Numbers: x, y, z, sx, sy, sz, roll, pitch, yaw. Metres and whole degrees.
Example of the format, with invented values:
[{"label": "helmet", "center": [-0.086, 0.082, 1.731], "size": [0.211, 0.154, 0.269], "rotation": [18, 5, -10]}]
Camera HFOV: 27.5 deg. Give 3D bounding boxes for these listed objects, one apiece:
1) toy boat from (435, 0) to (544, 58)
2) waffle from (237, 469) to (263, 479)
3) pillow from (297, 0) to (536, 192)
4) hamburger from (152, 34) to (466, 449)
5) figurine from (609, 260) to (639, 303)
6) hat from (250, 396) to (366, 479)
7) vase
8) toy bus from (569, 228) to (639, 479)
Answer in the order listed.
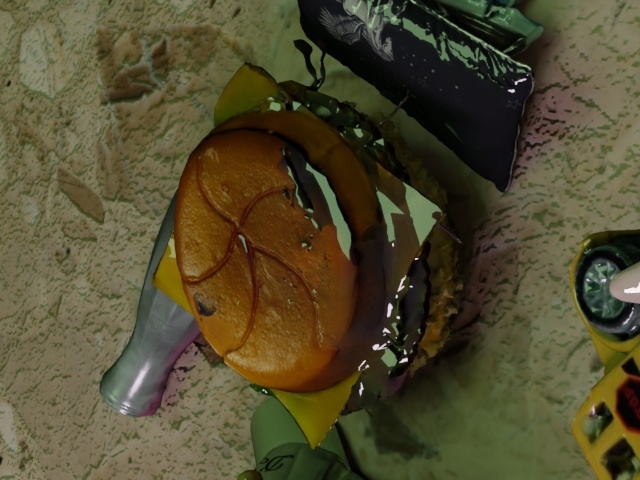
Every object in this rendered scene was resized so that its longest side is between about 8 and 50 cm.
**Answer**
[{"label": "toy boat", "center": [0.104, -0.163, 0.917], "size": [0.140, 0.059, 0.066], "rotation": [29, 79, 45]}, {"label": "waffle", "center": [-0.006, 0.258, 0.901], "size": [0.231, 0.051, 0.228], "rotation": [43, 128, -3]}, {"label": "pillow", "center": [0.056, -0.129, 0.886], "size": [0.208, 0.141, 0.055], "rotation": [40, 71, 20]}, {"label": "hamburger", "center": [0.000, 0.000, 0.924], "size": [0.243, 0.139, 0.261], "rotation": [44, 127, 29]}, {"label": "figurine", "center": [0.270, -0.022, 0.656], "size": [0.235, 0.155, 0.127], "rotation": [-43, 71, 27]}, {"label": "hat", "center": [-0.016, 0.188, 0.983], "size": [0.122, 0.081, 0.166], "rotation": [-42, 48, 30]}, {"label": "vase", "center": [-0.121, 0.056, 1.096], "size": [0.086, 0.086, 0.214], "rotation": [51, 124, 35]}, {"label": "toy bus", "center": [0.239, 0.146, 0.704], "size": [0.123, 0.121, 0.335], "rotation": [-56, 50, 41]}]
